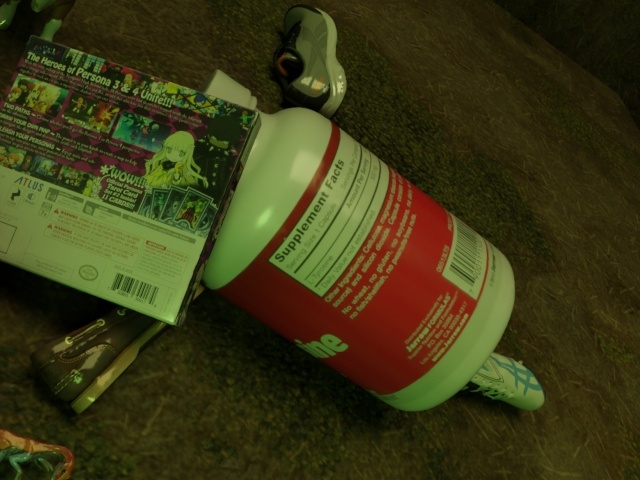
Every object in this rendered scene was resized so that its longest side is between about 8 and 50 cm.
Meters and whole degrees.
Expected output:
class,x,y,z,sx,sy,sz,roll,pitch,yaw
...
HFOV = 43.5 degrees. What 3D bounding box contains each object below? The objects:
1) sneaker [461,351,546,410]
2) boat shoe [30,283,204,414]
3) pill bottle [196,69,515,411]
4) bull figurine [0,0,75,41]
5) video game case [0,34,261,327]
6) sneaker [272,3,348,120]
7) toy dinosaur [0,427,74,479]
class,x,y,z,sx,sy,sz,roll,pitch,yaw
sneaker,0.214,0.182,1.096,0.237,0.085,0.086,34,61,-24
boat shoe,-0.186,0.076,0.765,0.073,0.073,0.207,46,32,-2
pill bottle,0.000,0.000,0.905,0.407,0.229,0.229,35,33,-16
bull figurine,-0.328,-0.342,0.971,0.101,0.188,0.310,24,38,-28
video game case,-0.198,-0.056,0.737,0.232,0.210,0.042,19,-10,5
sneaker,-0.030,-0.321,1.366,0.108,0.100,0.272,15,42,-29
toy dinosaur,-0.234,0.163,0.616,0.082,0.090,0.047,-9,33,1
